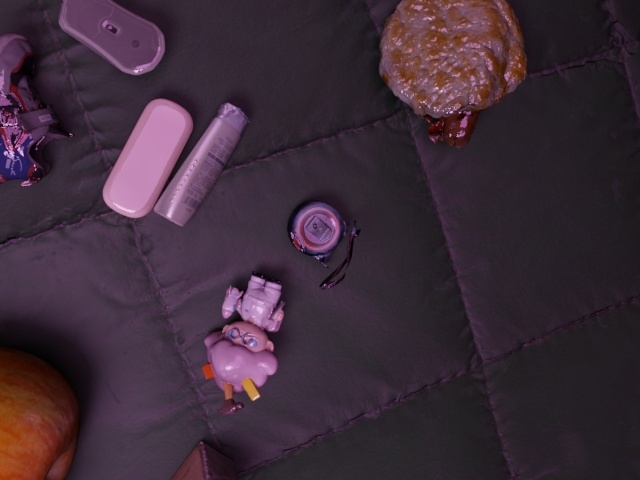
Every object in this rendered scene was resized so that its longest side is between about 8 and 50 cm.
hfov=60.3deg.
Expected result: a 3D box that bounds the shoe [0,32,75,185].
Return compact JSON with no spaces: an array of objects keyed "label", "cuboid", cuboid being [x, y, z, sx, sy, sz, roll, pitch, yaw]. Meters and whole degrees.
[{"label":"shoe","cuboid":[-0.430,-0.182,0.806,0.126,0.099,0.227,11,96,-7]}]

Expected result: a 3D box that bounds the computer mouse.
[{"label":"computer mouse","cuboid":[-0.324,-0.322,0.850,0.182,0.056,0.089,33,84,-6]}]

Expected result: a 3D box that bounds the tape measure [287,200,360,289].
[{"label":"tape measure","cuboid":[0.003,-0.003,0.903,0.107,0.180,0.104,36,101,-15]}]

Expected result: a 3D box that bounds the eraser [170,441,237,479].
[{"label":"eraser","cuboid":[-0.262,0.506,0.881,0.078,0.144,0.343,38,85,-16]}]

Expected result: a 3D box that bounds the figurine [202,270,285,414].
[{"label":"figurine","cuboid":[-0.125,0.167,0.913,0.138,0.112,0.228,17,82,12]}]

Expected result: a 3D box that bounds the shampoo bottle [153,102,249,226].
[{"label":"shampoo bottle","cuboid":[-0.190,-0.124,0.898,0.212,0.049,0.072,-60,145,-7]}]

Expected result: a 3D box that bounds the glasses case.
[{"label":"glasses case","cuboid":[-0.273,-0.130,0.879,0.083,0.050,0.196,28,86,-13]}]

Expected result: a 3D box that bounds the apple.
[{"label":"apple","cuboid":[-0.483,0.288,0.739,0.302,0.301,0.301,-1,94,-15]}]

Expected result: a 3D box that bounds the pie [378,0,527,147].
[{"label":"pie","cuboid":[0.234,-0.330,0.972,0.257,0.105,0.274,44,82,-4]}]
